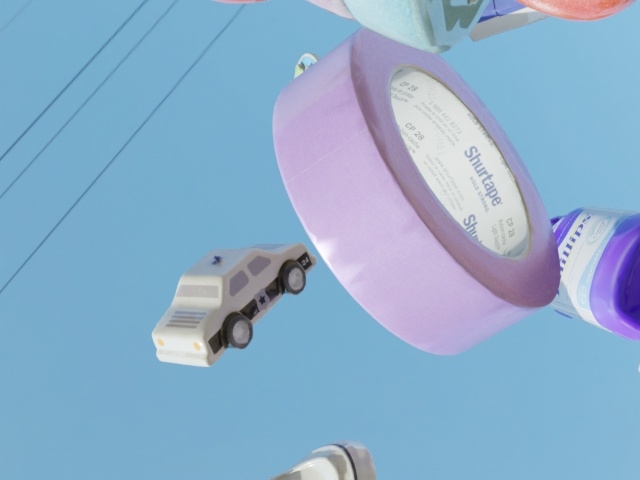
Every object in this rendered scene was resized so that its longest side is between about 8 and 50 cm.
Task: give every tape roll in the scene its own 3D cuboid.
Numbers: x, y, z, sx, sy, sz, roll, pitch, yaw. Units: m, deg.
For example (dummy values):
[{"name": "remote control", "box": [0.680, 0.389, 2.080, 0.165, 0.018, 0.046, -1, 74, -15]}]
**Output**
[{"name": "tape roll", "box": [0.086, -0.045, 0.900, 0.275, 0.090, 0.275, 36, -145, -32]}]

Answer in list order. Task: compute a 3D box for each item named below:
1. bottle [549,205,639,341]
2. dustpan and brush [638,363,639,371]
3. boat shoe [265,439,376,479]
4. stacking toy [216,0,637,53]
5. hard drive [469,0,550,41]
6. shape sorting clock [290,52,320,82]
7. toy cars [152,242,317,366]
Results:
[{"name": "bottle", "box": [0.274, 0.024, 1.074, 0.092, 0.283, 0.118, 24, -89, -11]}, {"name": "dustpan and brush", "box": [0.263, 0.090, 0.659, 0.060, 0.211, 0.147, 33, -99, -3]}, {"name": "boat shoe", "box": [-0.051, 0.280, 1.046, 0.088, 0.267, 0.096, 9, -129, -40]}, {"name": "stacking toy", "box": [0.074, -0.205, 0.391, 0.309, 0.130, 0.279, -29, -49, -63]}, {"name": "hard drive", "box": [0.246, -0.288, 0.784, 0.040, 0.318, 0.210, 35, -133, -51]}, {"name": "shape sorting clock", "box": [-0.006, -0.129, 1.332, 0.040, 0.206, 0.206, -7, -100, -11]}, {"name": "toy cars", "box": [0.000, 0.000, 1.089, 0.393, 0.176, 0.087, -24, -67, -3]}]
